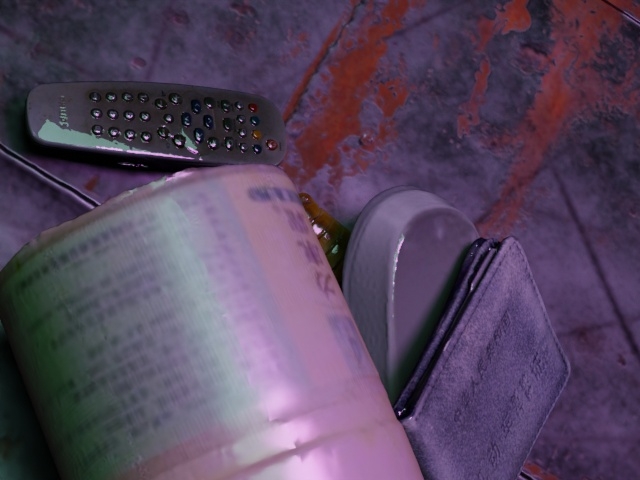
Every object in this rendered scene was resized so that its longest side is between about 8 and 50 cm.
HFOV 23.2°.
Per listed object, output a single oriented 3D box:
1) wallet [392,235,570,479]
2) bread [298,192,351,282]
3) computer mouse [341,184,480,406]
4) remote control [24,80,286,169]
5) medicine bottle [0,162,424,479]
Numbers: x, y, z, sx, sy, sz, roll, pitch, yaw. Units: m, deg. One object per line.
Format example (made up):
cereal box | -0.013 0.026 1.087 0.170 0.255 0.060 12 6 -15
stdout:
wallet | 0.131 0.119 1.239 0.222 0.036 0.167 -57 133 -40
bread | 0.000 0.000 1.300 0.088 0.034 0.049 43 65 -2
computer mouse | 0.079 0.070 1.279 0.128 0.079 0.230 -1 87 -39
remote control | -0.133 -0.092 1.277 0.222 0.042 0.072 3 68 -23
medicine bottle | -0.051 0.174 1.085 0.236 0.236 0.406 -17 75 -28
